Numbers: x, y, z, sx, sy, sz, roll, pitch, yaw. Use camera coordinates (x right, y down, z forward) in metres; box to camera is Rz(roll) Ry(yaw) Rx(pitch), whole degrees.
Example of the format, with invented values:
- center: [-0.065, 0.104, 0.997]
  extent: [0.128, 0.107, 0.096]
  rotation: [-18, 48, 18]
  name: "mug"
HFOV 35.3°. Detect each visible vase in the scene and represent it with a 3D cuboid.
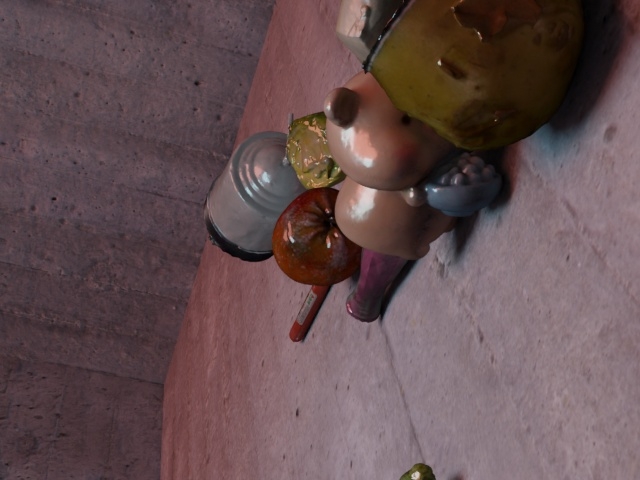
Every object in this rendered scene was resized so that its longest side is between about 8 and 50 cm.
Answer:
- center: [0.091, 0.032, 1.499]
  extent: [0.086, 0.086, 0.214]
  rotation: [-92, 16, -47]
  name: "vase"

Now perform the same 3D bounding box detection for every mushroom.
- center: [0.124, -0.470, 1.671]
  extent: [0.137, 0.154, 0.407]
  rotation: [31, 112, 45]
  name: "mushroom"

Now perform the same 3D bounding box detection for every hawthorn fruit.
- center: [0.000, 0.000, 1.711]
  extent: [0.173, 0.172, 0.173]
  rotation: [-167, 90, -76]
  name: "hawthorn fruit"

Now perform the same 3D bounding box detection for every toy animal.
- center: [0.107, -0.105, 1.286]
  extent: [0.210, 0.229, 0.221]
  rotation: [-34, -7, -31]
  name: "toy animal"

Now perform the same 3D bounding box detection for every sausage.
- center: [-0.015, 0.120, 1.931]
  extent: [0.034, 0.034, 0.253]
  rotation: [-91, 19, -45]
  name: "sausage"

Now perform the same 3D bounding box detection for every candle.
- center: [-0.121, -0.101, 2.170]
  extent: [0.342, 0.221, 0.221]
  rotation: [131, 149, -61]
  name: "candle"

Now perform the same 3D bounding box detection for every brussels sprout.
- center: [0.020, -0.173, 1.892]
  extent: [0.151, 0.122, 0.149]
  rotation: [42, 133, 34]
  name: "brussels sprout"

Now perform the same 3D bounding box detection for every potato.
- center: [0.199, -0.226, 1.111]
  extent: [0.300, 0.196, 0.246]
  rotation: [-50, 0, -37]
  name: "potato"

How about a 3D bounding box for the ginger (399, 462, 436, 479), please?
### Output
- center: [0.124, 0.347, 1.058]
  extent: [0.137, 0.089, 0.290]
  rotation: [-50, 20, 22]
  name: "ginger"
